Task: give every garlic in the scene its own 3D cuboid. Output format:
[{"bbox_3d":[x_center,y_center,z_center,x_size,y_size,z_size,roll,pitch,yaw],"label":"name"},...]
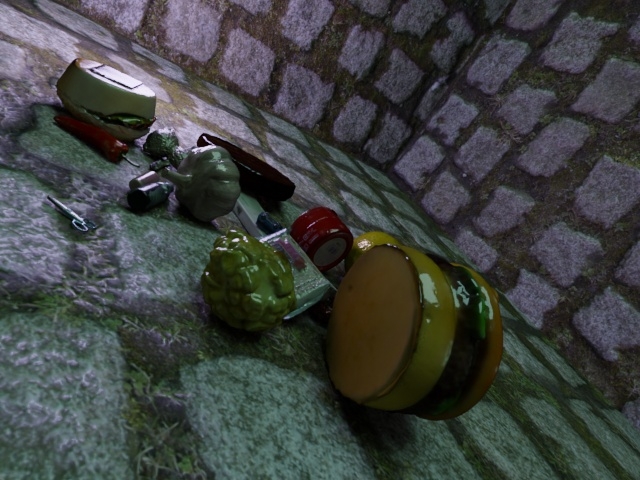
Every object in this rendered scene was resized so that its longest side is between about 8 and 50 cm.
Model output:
[{"bbox_3d":[-0.346,-0.161,1.279,0.218,0.219,0.212,44,22,23],"label":"garlic"}]

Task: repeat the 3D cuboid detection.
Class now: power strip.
[{"bbox_3d":[-0.207,-0.061,1.490,0.106,0.043,0.367,12,30,-46],"label":"power strip"}]

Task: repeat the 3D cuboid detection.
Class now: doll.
[{"bbox_3d":[-0.440,-0.257,1.500,0.285,0.091,0.203,19,57,-11],"label":"doll"}]

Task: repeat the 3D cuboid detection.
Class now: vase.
[{"bbox_3d":[-0.447,-0.128,1.239,0.059,0.060,0.211,33,15,-6],"label":"vase"}]

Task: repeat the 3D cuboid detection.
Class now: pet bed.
[{"bbox_3d":[0.012,0.168,1.314,0.201,0.054,0.201,33,15,-10],"label":"pet bed"}]

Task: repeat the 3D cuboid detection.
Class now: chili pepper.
[{"bbox_3d":[-0.630,-0.287,1.308,0.272,0.063,0.071,32,8,-1],"label":"chili pepper"}]

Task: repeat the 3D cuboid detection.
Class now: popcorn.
[{"bbox_3d":[-0.156,0.092,1.032,0.216,0.181,0.235,10,37,-53],"label":"popcorn"}]

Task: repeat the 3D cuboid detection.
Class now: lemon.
[{"bbox_3d":[0.199,0.094,1.523,0.233,0.234,0.288,13,26,-46],"label":"lemon"}]

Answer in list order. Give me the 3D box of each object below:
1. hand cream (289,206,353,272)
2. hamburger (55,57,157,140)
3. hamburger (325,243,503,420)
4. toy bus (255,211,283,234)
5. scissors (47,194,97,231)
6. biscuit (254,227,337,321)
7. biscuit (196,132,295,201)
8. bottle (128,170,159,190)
[{"bbox_3d":[0.000,0.000,1.467,0.193,0.193,0.125,10,35,-49],"label":"hand cream"},{"bbox_3d":[-0.660,-0.433,1.427,0.301,0.170,0.302,26,19,-9],"label":"hamburger"},{"bbox_3d":[0.210,0.213,1.057,0.277,0.396,0.396,18,25,-23],"label":"hamburger"},{"bbox_3d":[-0.158,-0.049,1.410,0.083,0.046,0.038,38,21,0],"label":"toy bus"},{"bbox_3d":[-0.544,-0.058,0.995,0.119,0.014,0.058,38,16,0],"label":"scissors"},{"bbox_3d":[-0.097,0.081,1.240,0.185,0.079,0.309,-20,52,-25],"label":"biscuit"},{"bbox_3d":[-0.280,-0.266,1.723,0.407,0.091,0.407,29,11,-6],"label":"biscuit"},{"bbox_3d":[-0.488,-0.161,1.268,0.045,0.045,0.096,33,22,-5],"label":"bottle"}]
